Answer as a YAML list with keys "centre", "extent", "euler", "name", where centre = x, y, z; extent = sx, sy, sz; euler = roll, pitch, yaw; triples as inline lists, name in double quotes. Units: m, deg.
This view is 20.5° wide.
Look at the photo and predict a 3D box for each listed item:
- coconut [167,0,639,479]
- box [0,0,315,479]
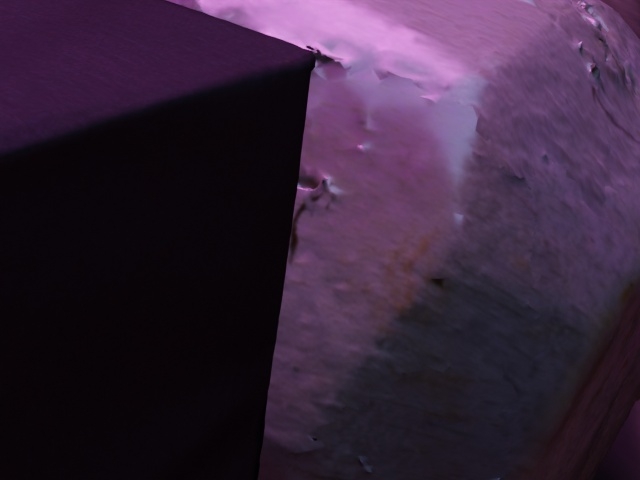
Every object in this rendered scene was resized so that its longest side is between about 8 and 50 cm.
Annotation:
- centre: [0.001, 0.000, 0.597]
  extent: [0.230, 0.227, 0.227]
  euler: [27, 35, 20]
  name: "coconut"
- centre: [-0.125, 0.048, 0.460]
  extent: [0.188, 0.252, 0.153]
  euler: [24, 33, 31]
  name: "box"
